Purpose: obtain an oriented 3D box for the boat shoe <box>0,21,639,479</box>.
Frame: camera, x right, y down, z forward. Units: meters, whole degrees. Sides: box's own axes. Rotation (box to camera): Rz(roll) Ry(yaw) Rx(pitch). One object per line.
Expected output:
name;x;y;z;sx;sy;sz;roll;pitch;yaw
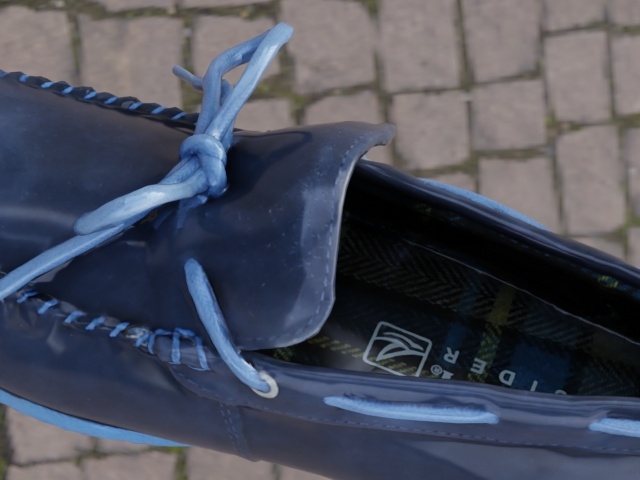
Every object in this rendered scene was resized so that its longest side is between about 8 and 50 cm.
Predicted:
boat shoe;0.000;0.000;0.464;0.258;0.089;0.109;15;54;-2
